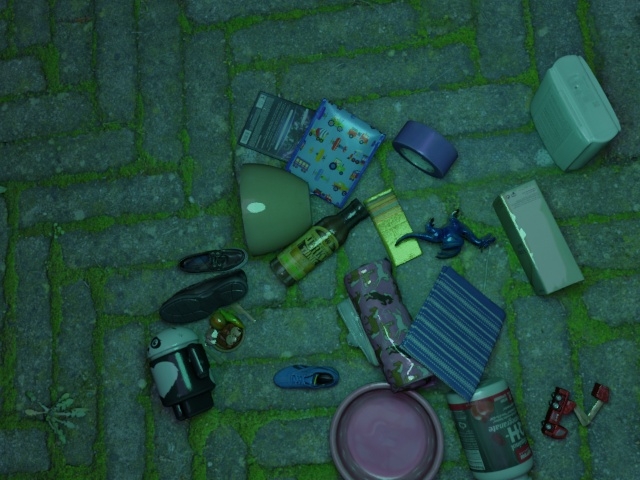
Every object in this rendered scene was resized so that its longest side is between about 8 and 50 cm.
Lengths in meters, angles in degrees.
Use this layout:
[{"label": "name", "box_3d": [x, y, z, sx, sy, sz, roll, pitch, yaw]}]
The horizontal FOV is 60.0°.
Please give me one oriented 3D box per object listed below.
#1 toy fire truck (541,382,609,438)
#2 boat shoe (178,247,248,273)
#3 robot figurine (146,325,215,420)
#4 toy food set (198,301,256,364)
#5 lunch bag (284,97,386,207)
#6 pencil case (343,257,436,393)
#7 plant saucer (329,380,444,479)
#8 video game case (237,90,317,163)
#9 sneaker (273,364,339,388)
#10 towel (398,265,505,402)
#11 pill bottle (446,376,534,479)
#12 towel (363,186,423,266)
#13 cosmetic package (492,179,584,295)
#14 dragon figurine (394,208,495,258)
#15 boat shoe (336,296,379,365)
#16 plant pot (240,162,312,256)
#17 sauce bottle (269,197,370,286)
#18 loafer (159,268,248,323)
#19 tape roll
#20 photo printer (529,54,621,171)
[{"label": "toy fire truck", "box_3d": [0.724, 0.483, 1.577, 0.135, 0.047, 0.192, 20, 87, 10]}, {"label": "boat shoe", "box_3d": [-0.350, 0.064, 1.787, 0.228, 0.076, 0.080, -5, 82, 8]}, {"label": "robot figurine", "box_3d": [-0.430, 0.403, 1.705, 0.209, 0.173, 0.278, -22, 80, 3]}, {"label": "toy food set", "box_3d": [-0.306, 0.293, 1.769, 0.132, 0.038, 0.192, 38, 90, 12]}, {"label": "lunch bag", "box_3d": [0.033, -0.258, 1.741, 0.221, 0.138, 0.293, 31, 98, -1]}, {"label": "pencil case", "box_3d": [0.205, 0.246, 1.597, 0.167, 0.160, 0.386, -14, 66, -19]}, {"label": "plant saucer", "box_3d": [0.194, 0.580, 1.630, 0.332, 0.084, 0.332, -1, 83, 9]}, {"label": "video game case", "box_3d": [-0.115, -0.362, 1.835, 0.274, 0.026, 0.196, 22, 86, 10]}, {"label": "sneaker", "box_3d": [-0.047, 0.418, 1.691, 0.209, 0.082, 0.069, -4, 84, 10]}, {"label": "towel", "box_3d": [0.381, 0.250, 1.563, 0.243, 0.040, 0.336, 39, 53, -1]}, {"label": "pill bottle", "box_3d": [0.482, 0.558, 1.540, 0.176, 0.176, 0.318, -18, 80, 6]}, {"label": "towel", "box_3d": [0.227, -0.043, 1.741, 0.102, 0.021, 0.237, -26, 80, 8]}, {"label": "cosmetic package", "box_3d": [0.622, -0.004, 1.603, 0.113, 0.160, 0.309, -23, 79, 6]}, {"label": "dragon figurine", "box_3d": [0.378, 0.001, 1.662, 0.289, 0.085, 0.144, -18, 69, -7]}, {"label": "boat shoe", "box_3d": [0.115, 0.283, 1.691, 0.081, 0.079, 0.227, -27, 74, 14]}, {"label": "plant pot", "box_3d": [-0.124, -0.100, 1.679, 0.191, 0.284, 0.284, -5, 82, 1]}, {"label": "sauce bottle", "box_3d": [0.000, 0.000, 1.724, 0.344, 0.111, 0.111, -41, 78, 2]}, {"label": "loafer", "box_3d": [-0.370, 0.177, 1.780, 0.302, 0.095, 0.109, -21, 122, 7]}, {"label": "tape roll", "box_3d": [0.314, -0.274, 1.671, 0.189, 0.189, 0.080, 35, 88, 12]}, {"label": "photo printer", "box_3d": [0.699, -0.338, 1.558, 0.107, 0.307, 0.256, -23, 77, 4]}]
